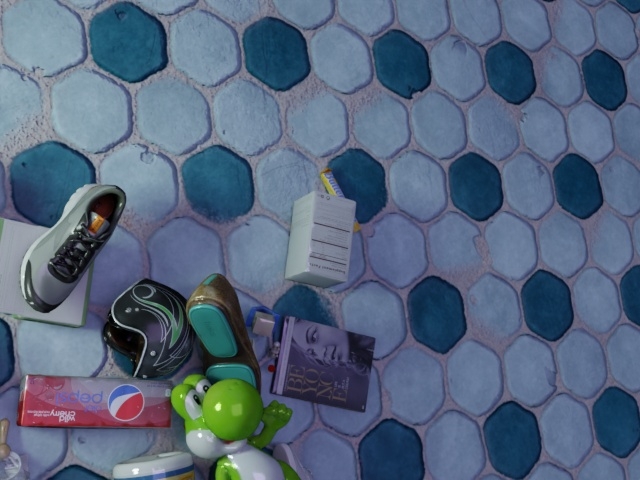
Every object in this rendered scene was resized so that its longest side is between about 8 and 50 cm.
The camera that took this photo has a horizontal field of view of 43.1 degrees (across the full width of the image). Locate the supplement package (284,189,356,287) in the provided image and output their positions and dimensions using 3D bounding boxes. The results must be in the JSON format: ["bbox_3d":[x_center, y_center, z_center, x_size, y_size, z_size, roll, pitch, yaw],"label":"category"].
[{"bbox_3d":[0.000,0.000,1.722,0.105,0.105,0.179,14,73,-25],"label":"supplement package"}]

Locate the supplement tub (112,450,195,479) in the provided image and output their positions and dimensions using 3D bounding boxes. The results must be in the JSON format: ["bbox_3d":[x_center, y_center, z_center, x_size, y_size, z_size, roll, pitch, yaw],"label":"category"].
[{"bbox_3d":[-0.289,0.489,1.450,0.145,0.144,0.199,-5,81,-27],"label":"supplement tub"}]

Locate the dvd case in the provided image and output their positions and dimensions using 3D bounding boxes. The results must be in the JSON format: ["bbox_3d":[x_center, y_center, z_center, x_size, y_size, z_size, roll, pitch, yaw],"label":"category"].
[{"bbox_3d":[0.009,0.263,1.718,0.221,0.018,0.164,16,72,-22],"label":"dvd case"}]

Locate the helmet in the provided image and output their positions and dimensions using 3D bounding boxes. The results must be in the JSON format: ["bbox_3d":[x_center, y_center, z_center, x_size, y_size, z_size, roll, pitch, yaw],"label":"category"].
[{"bbox_3d":[-0.310,0.168,1.503,0.161,0.169,0.169,42,63,3],"label":"helmet"}]

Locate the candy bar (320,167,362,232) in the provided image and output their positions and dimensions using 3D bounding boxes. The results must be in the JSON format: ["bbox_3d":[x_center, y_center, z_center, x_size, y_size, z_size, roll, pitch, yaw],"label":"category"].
[{"bbox_3d":[0.044,-0.089,1.809,0.040,0.018,0.161,-29,92,-48],"label":"candy bar"}]

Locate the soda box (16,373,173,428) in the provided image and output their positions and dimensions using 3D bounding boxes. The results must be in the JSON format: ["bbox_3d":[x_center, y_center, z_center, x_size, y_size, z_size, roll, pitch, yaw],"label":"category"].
[{"bbox_3d":[-0.406,0.295,1.469,0.264,0.083,0.092,7,76,-24],"label":"soda box"}]

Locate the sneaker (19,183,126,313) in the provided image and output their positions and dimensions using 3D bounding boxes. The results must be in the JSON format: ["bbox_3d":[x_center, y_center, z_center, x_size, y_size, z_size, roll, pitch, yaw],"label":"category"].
[{"bbox_3d":[-0.436,0.004,1.435,0.100,0.108,0.271,41,59,-31],"label":"sneaker"}]

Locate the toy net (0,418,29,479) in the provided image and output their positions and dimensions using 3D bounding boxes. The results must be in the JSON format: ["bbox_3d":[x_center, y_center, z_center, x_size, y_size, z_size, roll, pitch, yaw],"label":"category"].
[{"bbox_3d":[-0.569,0.338,1.379,0.122,0.045,0.232,-36,99,-53],"label":"toy net"}]

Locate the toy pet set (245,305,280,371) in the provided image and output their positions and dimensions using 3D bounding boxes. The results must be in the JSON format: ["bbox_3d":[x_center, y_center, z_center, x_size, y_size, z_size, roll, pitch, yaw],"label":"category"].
[{"bbox_3d":[-0.138,0.193,1.651,0.122,0.065,0.114,17,103,-12],"label":"toy pet set"}]

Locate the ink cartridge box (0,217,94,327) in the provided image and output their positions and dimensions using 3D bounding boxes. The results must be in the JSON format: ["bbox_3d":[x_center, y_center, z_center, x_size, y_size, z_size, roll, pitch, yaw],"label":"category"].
[{"bbox_3d":[-0.527,0.056,1.451,0.235,0.056,0.171,15,73,-36],"label":"ink cartridge box"}]

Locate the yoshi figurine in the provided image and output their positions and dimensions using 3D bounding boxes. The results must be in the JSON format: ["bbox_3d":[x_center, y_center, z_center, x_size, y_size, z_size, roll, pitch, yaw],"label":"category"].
[{"bbox_3d":[-0.125,0.391,1.468,0.203,0.203,0.362,-35,97,5],"label":"yoshi figurine"}]

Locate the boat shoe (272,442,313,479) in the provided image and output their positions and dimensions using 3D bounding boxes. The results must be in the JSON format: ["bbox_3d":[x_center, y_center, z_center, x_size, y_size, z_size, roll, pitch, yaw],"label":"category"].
[{"bbox_3d":[-0.041,0.488,1.621,0.063,0.066,0.184,-17,84,-42],"label":"boat shoe"}]

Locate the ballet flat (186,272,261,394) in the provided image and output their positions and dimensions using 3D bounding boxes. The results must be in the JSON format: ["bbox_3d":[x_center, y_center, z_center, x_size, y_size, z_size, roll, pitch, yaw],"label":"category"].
[{"bbox_3d":[-0.173,0.197,1.534,0.124,0.116,0.342,-77,160,-49],"label":"ballet flat"}]
